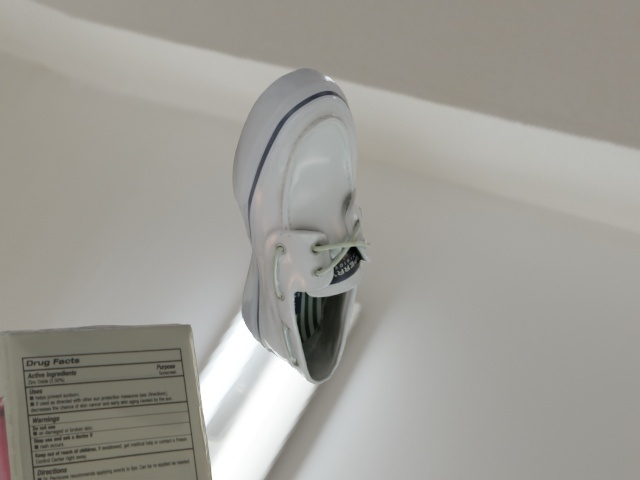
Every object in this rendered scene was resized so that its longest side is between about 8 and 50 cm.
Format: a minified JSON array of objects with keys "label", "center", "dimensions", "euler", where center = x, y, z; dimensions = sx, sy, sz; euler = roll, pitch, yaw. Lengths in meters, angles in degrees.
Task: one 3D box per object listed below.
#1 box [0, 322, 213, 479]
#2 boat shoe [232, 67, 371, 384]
[{"label":"box","center":[-0.168,0.186,0.767],"dimensions":[0.127,0.148,0.232],"euler":[-28,-114,51]},{"label":"boat shoe","center":[0.000,0.000,0.657],"dimensions":[0.083,0.226,0.076],"euler":[-30,-123,-24]}]
